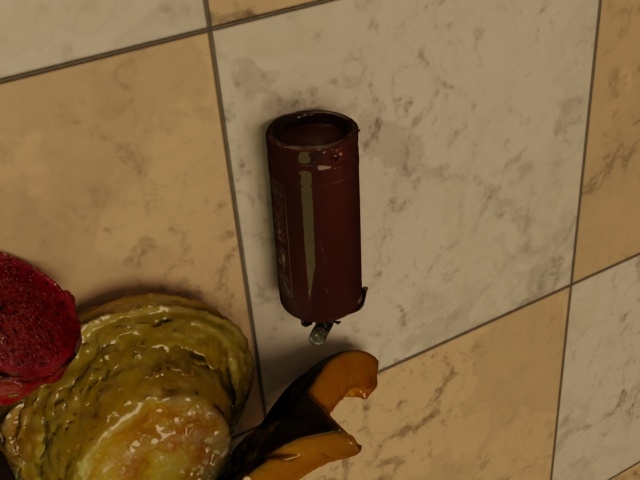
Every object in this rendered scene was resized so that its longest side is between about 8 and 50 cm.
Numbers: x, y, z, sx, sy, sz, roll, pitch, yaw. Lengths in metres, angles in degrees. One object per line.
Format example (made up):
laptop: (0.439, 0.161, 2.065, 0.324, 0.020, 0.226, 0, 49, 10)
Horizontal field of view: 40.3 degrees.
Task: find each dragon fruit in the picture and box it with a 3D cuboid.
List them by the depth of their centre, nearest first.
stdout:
dragon fruit: (-0.298, 0.097, 0.767, 0.153, 0.153, 0.111, 13, 126, -38)

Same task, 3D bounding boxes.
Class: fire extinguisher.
fire extinguisher: (0.000, 0.000, 0.931, 0.105, 0.105, 0.269, -20, 125, -23)

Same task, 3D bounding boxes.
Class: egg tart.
egg tart: (-0.185, 0.195, 0.898, 0.294, 0.123, 0.294, -16, 123, -27)

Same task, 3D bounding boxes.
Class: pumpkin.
pumpkin: (-0.045, 0.242, 0.959, 0.095, 0.290, 0.258, 41, 99, -1)

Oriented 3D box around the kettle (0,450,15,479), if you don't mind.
kettle: (-0.383, 0.236, 0.705, 0.144, 0.232, 0.202, -11, 109, 22)
